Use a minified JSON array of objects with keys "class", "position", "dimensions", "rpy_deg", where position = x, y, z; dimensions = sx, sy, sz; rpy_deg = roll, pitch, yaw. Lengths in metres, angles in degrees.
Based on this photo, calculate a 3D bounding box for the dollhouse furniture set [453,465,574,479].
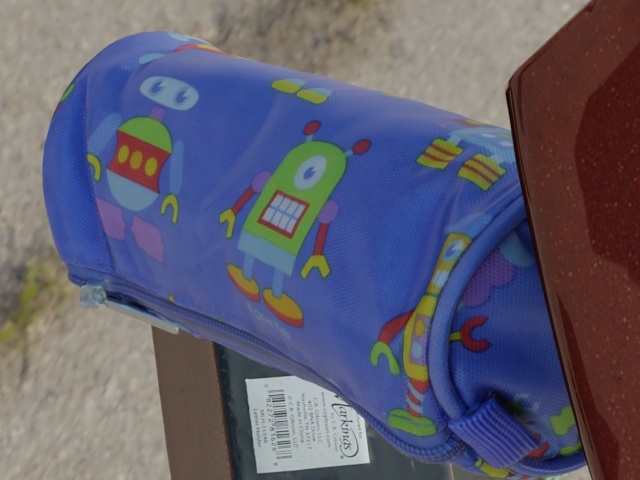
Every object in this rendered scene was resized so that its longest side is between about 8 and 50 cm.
[{"class":"dollhouse furniture set","position":[0.162,0.199,1.345],"dimensions":[0.197,0.151,0.301],"rpy_deg":[-28,56,-2]}]

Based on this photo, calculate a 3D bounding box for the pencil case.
[{"class":"pencil case","position":[0.000,0.000,0.739],"dimensions":[0.119,0.306,0.133],"rpy_deg":[40,78,-38]}]

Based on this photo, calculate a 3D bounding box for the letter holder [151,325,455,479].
[{"class":"letter holder","position":[-0.034,0.096,1.261],"dimensions":[0.152,0.214,0.301],"rpy_deg":[-4,79,-24]}]

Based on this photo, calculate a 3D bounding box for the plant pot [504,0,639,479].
[{"class":"plant pot","position":[0.214,-0.011,0.544],"dimensions":[0.267,0.267,0.235],"rpy_deg":[-16,70,-46]}]
